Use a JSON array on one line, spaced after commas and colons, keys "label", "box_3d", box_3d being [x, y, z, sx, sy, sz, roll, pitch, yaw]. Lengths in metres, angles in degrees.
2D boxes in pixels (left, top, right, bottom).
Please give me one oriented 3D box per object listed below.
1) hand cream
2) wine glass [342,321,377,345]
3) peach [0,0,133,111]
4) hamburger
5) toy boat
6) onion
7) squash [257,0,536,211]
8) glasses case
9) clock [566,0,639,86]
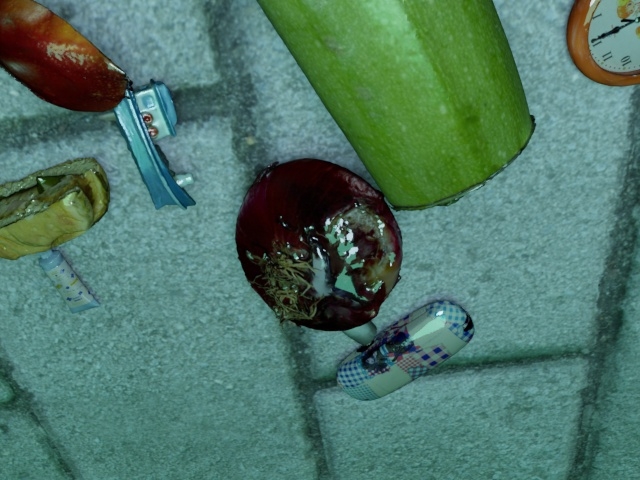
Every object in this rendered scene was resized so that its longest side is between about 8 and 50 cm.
[{"label": "hand cream", "box_3d": [-0.502, 0.078, 1.123, 0.065, 0.043, 0.170, -14, 125, 5]}, {"label": "wine glass", "box_3d": [0.035, 0.141, 1.161, 0.066, 0.066, 0.198, -39, 117, 23]}, {"label": "peach", "box_3d": [-0.388, -0.245, 0.814, 0.279, 0.068, 0.189, 21, 152, 25]}, {"label": "hamburger", "box_3d": [-0.476, -0.053, 1.000, 0.262, 0.124, 0.131, -18, 141, 16]}, {"label": "toy boat", "box_3d": [-0.265, -0.155, 0.940, 0.098, 0.109, 0.238, -24, 119, -14]}, {"label": "onion", "box_3d": [0.000, 0.000, 0.975, 0.314, 0.232, 0.314, 17, 128, 23]}, {"label": "squash", "box_3d": [0.112, -0.255, 0.774, 0.263, 0.263, 0.384, -27, 120, 16]}, {"label": "glasses case", "box_3d": [0.176, 0.241, 1.218, 0.327, 0.076, 0.125, -38, 115, 23]}, {"label": "clock", "box_3d": [0.472, -0.330, 0.852, 0.205, 0.051, 0.205, -1, 125, -1]}]
